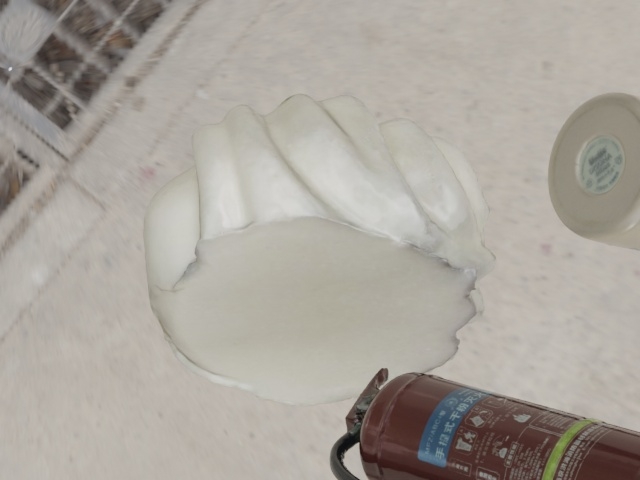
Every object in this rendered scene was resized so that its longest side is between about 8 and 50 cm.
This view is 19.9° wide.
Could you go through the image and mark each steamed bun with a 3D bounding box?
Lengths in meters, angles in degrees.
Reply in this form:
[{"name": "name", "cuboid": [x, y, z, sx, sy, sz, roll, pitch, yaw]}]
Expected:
[{"name": "steamed bun", "cuboid": [0.000, 0.000, 0.890, 0.182, 0.183, 0.106, 5, 51, -10]}]

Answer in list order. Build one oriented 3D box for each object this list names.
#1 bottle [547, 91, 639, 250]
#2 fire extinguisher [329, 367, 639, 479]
[{"name": "bottle", "cuboid": [0.255, -0.040, 1.208, 0.209, 0.097, 0.110, 9, 79, -39]}, {"name": "fire extinguisher", "cuboid": [0.051, 0.062, 0.484, 0.056, 0.132, 0.039, -33, 122, -38]}]
